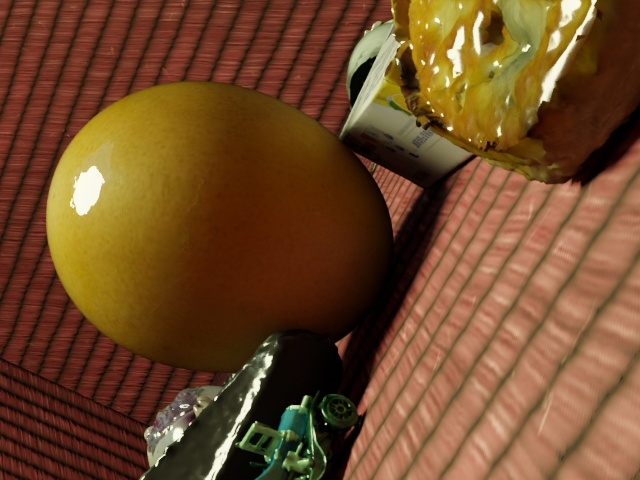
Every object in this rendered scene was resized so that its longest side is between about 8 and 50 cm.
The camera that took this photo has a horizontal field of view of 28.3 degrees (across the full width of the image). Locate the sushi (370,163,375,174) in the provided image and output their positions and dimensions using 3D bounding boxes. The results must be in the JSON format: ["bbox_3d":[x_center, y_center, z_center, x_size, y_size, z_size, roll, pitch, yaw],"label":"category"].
[{"bbox_3d":[0.000,0.000,1.836,0.215,0.050,0.192,119,175,-45],"label":"sushi"}]

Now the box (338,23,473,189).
[{"bbox_3d":[0.104,-0.151,1.056,0.265,0.097,0.168,134,161,-79],"label":"box"}]

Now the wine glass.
[{"bbox_3d":[0.085,-0.183,1.393,0.111,0.111,0.204,-63,2,20],"label":"wine glass"}]

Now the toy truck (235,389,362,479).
[{"bbox_3d":[-0.031,0.179,0.928,0.080,0.078,0.154,118,175,-48],"label":"toy truck"}]

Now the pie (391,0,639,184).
[{"bbox_3d":[0.120,-0.172,0.665,0.315,0.092,0.315,-172,90,-74],"label":"pie"}]

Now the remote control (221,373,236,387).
[{"bbox_3d":[-0.111,0.231,1.661,0.144,0.062,0.399,-43,-14,-53],"label":"remote control"}]

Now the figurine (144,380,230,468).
[{"bbox_3d":[-0.115,0.219,1.437,0.194,0.133,0.274,-51,3,-15],"label":"figurine"}]

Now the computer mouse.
[{"bbox_3d":[-0.067,0.206,1.042,0.295,0.087,0.168,-52,-26,0],"label":"computer mouse"}]

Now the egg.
[{"bbox_3d":[-0.081,-0.008,1.112,0.250,0.322,0.250,-22,61,47],"label":"egg"}]
